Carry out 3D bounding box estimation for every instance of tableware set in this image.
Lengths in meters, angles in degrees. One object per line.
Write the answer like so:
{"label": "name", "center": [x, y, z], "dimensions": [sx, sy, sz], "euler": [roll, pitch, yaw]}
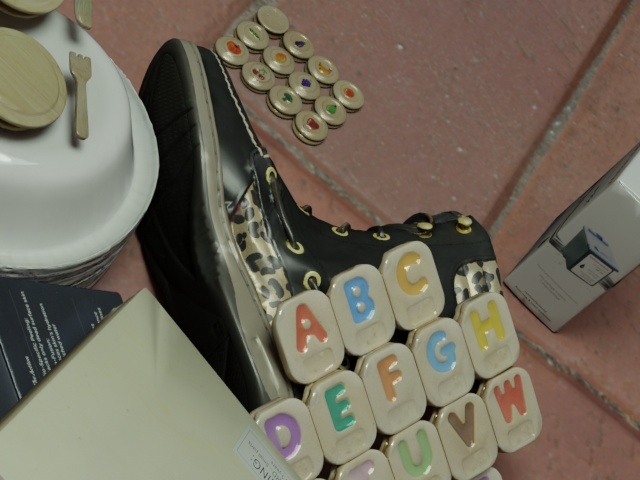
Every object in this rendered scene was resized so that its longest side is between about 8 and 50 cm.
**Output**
{"label": "tableware set", "center": [-0.242, -0.164, 1.202], "dimensions": [0.128, 0.039, 0.194], "euler": [20, 52, -35]}

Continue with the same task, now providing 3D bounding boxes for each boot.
{"label": "boot", "center": [0.000, 0.000, 1.367], "dimensions": [0.284, 0.138, 0.377], "euler": [-2, 63, -33]}

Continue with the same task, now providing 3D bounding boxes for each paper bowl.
{"label": "paper bowl", "center": [-0.267, -0.089, 1.257], "dimensions": [0.284, 0.148, 0.284], "euler": [17, 48, -21]}

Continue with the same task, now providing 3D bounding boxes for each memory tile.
{"label": "memory tile", "center": [-0.029, -0.169, 1.565], "dimensions": [0.148, 0.012, 0.113], "euler": [44, 45, 4]}

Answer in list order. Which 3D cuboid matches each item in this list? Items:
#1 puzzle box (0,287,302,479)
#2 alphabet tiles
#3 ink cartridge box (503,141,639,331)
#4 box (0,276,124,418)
{"label": "puzzle box", "center": [-0.059, 0.249, 1.061], "dimensions": [0.409, 0.052, 0.272], "euler": [52, 24, -6]}
{"label": "alphabet tiles", "center": [0.068, 0.153, 1.273], "dimensions": [0.284, 0.021, 0.278], "euler": [-24, 102, -34]}
{"label": "ink cartridge box", "center": [0.288, -0.014, 1.527], "dimensions": [0.082, 0.190, 0.139], "euler": [43, 45, 3]}
{"label": "box", "center": [-0.204, 0.118, 1.145], "dimensions": [0.158, 0.093, 0.156], "euler": [13, 46, -55]}
